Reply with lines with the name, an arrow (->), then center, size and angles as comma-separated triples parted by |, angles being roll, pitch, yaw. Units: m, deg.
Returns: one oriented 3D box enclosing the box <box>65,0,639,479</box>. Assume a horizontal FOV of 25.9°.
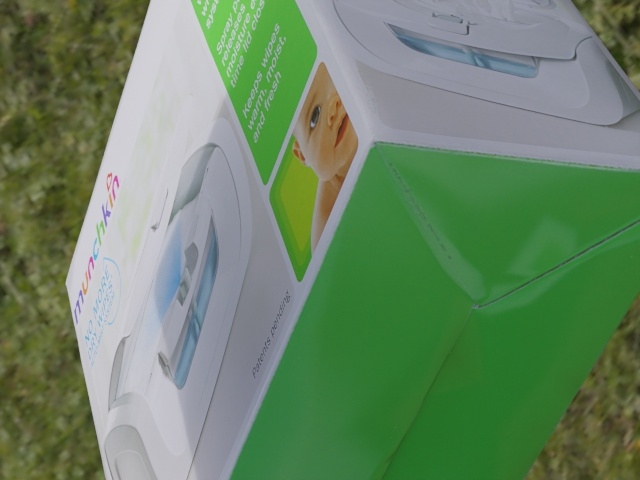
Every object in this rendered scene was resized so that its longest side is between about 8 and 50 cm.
box -> 0.000, 0.000, 0.561 | 0.231, 0.126, 0.262 | -112, 36, -44
